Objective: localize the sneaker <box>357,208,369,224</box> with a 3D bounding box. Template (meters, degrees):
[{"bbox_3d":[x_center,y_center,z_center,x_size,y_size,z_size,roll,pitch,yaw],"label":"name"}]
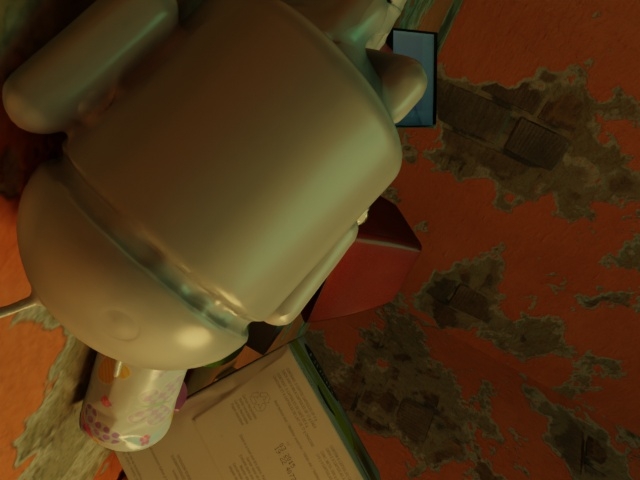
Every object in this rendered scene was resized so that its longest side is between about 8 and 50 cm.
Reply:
[{"bbox_3d":[-0.036,-0.056,1.006,0.272,0.108,0.100,-17,-109,49],"label":"sneaker"}]

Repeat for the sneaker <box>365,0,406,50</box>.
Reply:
[{"bbox_3d":[0.016,-0.275,0.668,0.366,0.137,0.210,-55,169,-71],"label":"sneaker"}]

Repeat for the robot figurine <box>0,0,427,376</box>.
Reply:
[{"bbox_3d":[-0.078,-0.045,0.429,0.353,0.200,0.300,-47,126,-6],"label":"robot figurine"}]

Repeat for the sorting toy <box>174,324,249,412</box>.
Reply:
[{"bbox_3d":[-0.193,0.133,0.970,0.365,0.127,0.126,-56,-159,-23],"label":"sorting toy"}]

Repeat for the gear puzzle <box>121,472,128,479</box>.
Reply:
[{"bbox_3d":[-0.360,0.490,1.207,0.175,0.044,0.339,-61,173,-11],"label":"gear puzzle"}]

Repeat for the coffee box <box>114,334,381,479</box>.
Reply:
[{"bbox_3d":[-0.107,0.409,1.034,0.338,0.337,0.334,-30,172,-1],"label":"coffee box"}]

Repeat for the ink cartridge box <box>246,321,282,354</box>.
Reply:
[{"bbox_3d":[-0.122,0.129,1.197,0.127,0.128,0.176,-67,172,32],"label":"ink cartridge box"}]

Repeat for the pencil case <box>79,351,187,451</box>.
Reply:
[{"bbox_3d":[-0.204,0.127,0.669,0.124,0.113,0.273,-7,129,-54],"label":"pencil case"}]

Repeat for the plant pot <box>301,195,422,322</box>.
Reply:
[{"bbox_3d":[0.078,0.020,1.314,0.267,0.236,0.267,-66,-150,32],"label":"plant pot"}]

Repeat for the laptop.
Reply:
[{"bbox_3d":[0.208,-0.377,1.252,0.264,0.137,0.234,-53,142,-78],"label":"laptop"}]

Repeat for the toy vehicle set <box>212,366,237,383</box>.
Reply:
[{"bbox_3d":[-0.319,0.497,1.560,0.266,0.035,0.166,-62,173,3],"label":"toy vehicle set"}]

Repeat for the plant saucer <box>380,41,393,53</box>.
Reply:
[{"bbox_3d":[0.060,-0.248,1.051,0.332,0.084,0.332,20,90,-87],"label":"plant saucer"}]
